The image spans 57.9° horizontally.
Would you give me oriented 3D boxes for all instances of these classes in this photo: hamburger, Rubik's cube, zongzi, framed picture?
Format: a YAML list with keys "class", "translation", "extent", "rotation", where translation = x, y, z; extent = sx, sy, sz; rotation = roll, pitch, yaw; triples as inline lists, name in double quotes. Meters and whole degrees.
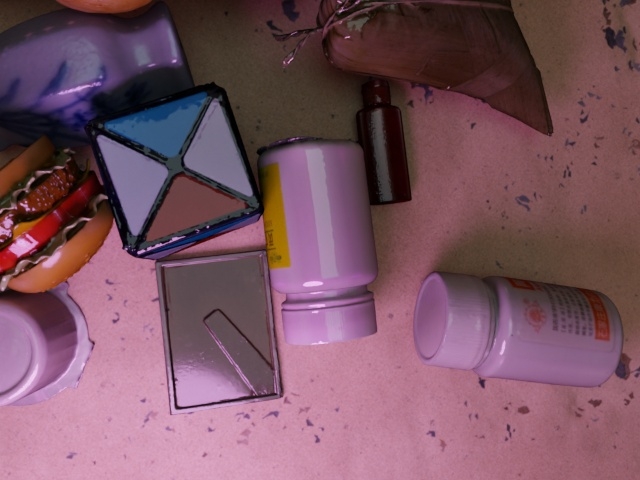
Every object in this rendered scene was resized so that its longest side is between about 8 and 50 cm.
- class: "hamburger"
  translation: [-0.488, -0.032, 1.004]
  extent: [0.274, 0.274, 0.212]
  rotation: [-44, 114, -9]
- class: "Rubik's cube"
  translation: [-0.259, -0.116, 1.074]
  extent: [0.250, 0.246, 0.248]
  rotation: [-20, 89, -9]
- class: "zongzi"
  translation: [0.223, -0.334, 1.148]
  extent: [0.500, 0.218, 0.466]
  rotation: [-30, 90, -22]
- class: "framed picture"
  translation: [-0.206, 0.184, 1.184]
  extent: [0.232, 0.024, 0.314]
  rotation: [-6, 87, -10]

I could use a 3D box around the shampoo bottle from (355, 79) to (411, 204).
- class: "shampoo bottle"
  translation: [0.131, -0.208, 1.235]
  extent: [0.102, 0.064, 0.260]
  rotation: [-7, 89, -8]

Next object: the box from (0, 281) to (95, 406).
- class: "box"
  translation: [-0.584, 0.193, 1.027]
  extent: [0.292, 0.206, 0.262]
  rotation: [-22, 91, -12]

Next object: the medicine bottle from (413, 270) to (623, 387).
- class: "medicine bottle"
  translation: [0.397, 0.181, 1.191]
  extent: [0.372, 0.211, 0.210]
  rotation: [9, 86, -9]

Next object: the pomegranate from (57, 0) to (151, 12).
- class: "pomegranate"
  translation: [-0.367, -0.527, 0.878]
  extent: [0.339, 0.338, 0.337]
  rotation: [0, 87, -9]

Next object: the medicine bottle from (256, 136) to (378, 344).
- class: "medicine bottle"
  translation: [0.000, 0.000, 1.129]
  extent: [0.214, 0.213, 0.378]
  rotation: [-7, 88, -10]

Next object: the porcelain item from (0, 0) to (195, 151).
- class: "porcelain item"
  translation: [-0.446, -0.291, 1.059]
  extent: [0.406, 0.242, 0.178]
  rotation: [-18, 71, -6]
